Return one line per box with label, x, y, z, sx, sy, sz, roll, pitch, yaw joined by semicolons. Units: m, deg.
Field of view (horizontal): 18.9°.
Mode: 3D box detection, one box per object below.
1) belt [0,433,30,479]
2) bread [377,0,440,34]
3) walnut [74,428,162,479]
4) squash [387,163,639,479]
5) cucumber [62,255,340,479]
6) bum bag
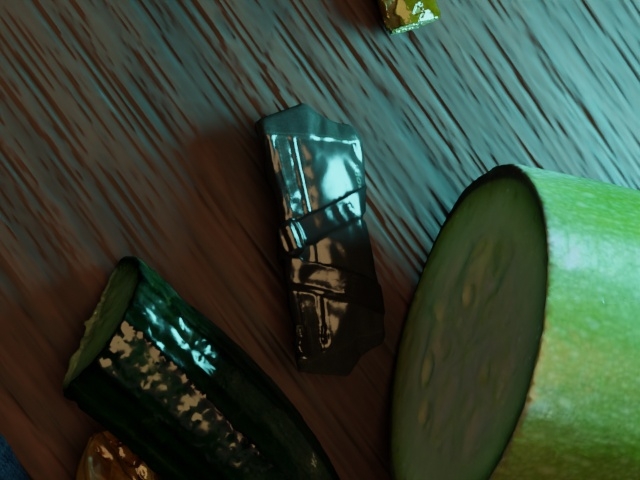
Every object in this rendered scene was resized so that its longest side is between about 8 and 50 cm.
belt;-0.245;0.189;1.277;0.122;0.128;0.218;-27;100;15
bread;0.055;-0.194;1.406;0.047;0.036;0.083;-20;94;-24
walnut;-0.128;0.184;1.337;0.121;0.052;0.091;46;42;-12
squash;0.272;0.108;1.353;0.384;0.263;0.263;14;86;-16
cucumber;-0.063;0.124;1.339;0.244;0.063;0.115;42;55;-17
bum bag;0.000;0.000;1.383;0.087;0.049;0.197;-8;88;-32
